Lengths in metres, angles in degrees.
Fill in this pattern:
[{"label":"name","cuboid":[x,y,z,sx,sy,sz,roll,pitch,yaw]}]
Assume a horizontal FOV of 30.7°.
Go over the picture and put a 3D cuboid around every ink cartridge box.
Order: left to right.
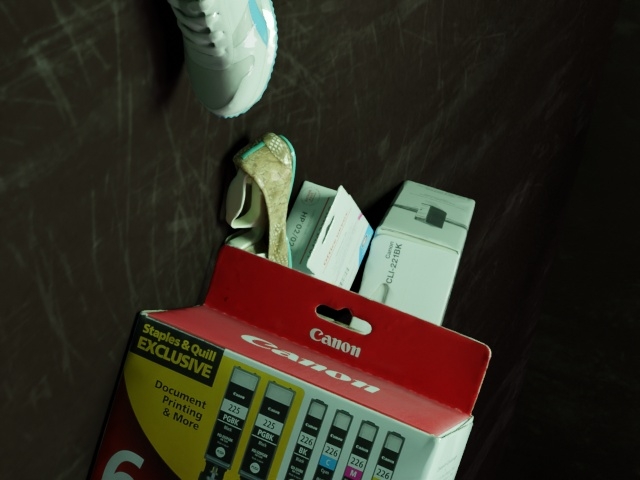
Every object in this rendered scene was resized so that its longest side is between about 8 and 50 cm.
[{"label":"ink cartridge box","cuboid":[-0.032,0.176,1.092,0.130,0.309,0.272,-2,110,-69]},{"label":"ink cartridge box","cuboid":[0.000,0.000,1.367,0.104,0.061,0.181,-67,161,-11]},{"label":"ink cartridge box","cuboid":[0.124,0.051,1.587,0.273,0.114,0.197,-52,157,-70]}]

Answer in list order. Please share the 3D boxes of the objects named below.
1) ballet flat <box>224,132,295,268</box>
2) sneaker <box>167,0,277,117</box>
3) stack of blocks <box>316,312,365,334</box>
[{"label":"ballet flat","cuboid":[-0.068,-0.018,1.194,0.067,0.073,0.206,-22,133,-28]},{"label":"sneaker","cuboid":[-0.090,-0.201,0.917,0.092,0.087,0.229,-36,135,-46]},{"label":"stack of blocks","cuboid":[-0.058,0.232,1.406,0.297,0.087,0.171,-70,160,1]}]
